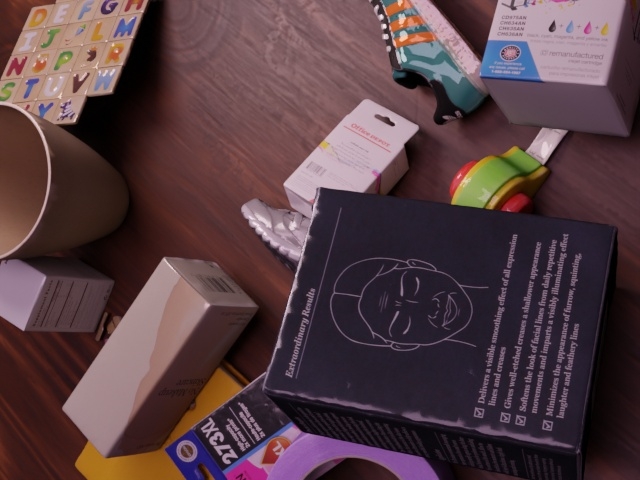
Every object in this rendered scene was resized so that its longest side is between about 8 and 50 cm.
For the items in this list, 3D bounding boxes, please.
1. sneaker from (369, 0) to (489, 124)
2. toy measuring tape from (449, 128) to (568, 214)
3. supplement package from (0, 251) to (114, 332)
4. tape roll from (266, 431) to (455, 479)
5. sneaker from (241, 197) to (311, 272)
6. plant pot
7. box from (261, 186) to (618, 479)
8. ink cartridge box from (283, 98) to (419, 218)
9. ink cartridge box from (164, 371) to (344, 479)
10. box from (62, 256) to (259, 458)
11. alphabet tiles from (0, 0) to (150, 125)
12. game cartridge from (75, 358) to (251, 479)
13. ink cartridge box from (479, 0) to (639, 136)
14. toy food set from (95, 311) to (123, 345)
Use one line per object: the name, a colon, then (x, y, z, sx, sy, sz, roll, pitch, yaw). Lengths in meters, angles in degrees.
sneaker: (0.133, -0.304, 1.631, 0.121, 0.108, 0.302, -41, 69, 15)
toy measuring tape: (0.275, -0.111, 1.529, 0.121, 0.121, 0.330, 40, 104, 26)
supplement package: (-0.464, 0.091, 1.884, 0.105, 0.179, 0.105, 27, 98, 29)
tape roll: (0.058, 0.386, 1.567, 0.274, 0.090, 0.275, 2, 97, 15)
sneaker: (0.000, 0.000, 1.698, 0.281, 0.105, 0.115, 31, 78, 26)
plant pot: (-0.458, -0.080, 1.844, 0.256, 0.274, 0.257, -4, 82, 29)
box: (0.165, 0.124, 1.422, 0.395, 0.212, 0.294, 9, 69, 17)
ink cartridge box: (0.053, -0.111, 1.653, 0.115, 0.067, 0.198, 33, 71, 27)
ink cartridge box: (-0.065, 0.295, 1.667, 0.371, 0.069, 0.176, -38, 85, 17)
box: (-0.253, 0.185, 1.722, 0.121, 0.148, 0.311, 42, 107, 25)
alphabet tiles: (-0.442, -0.341, 1.932, 0.285, 0.011, 0.343, -1, 60, 30)
game cartridge: (-0.240, 0.333, 1.813, 0.285, 0.052, 0.324, 38, 105, 27)
ink cartridge box: (0.334, -0.281, 1.433, 0.171, 0.168, 0.233, 9, 77, 29)
toy food set: (-0.348, 0.176, 1.890, 0.122, 0.019, 0.078, 36, 109, 45)
